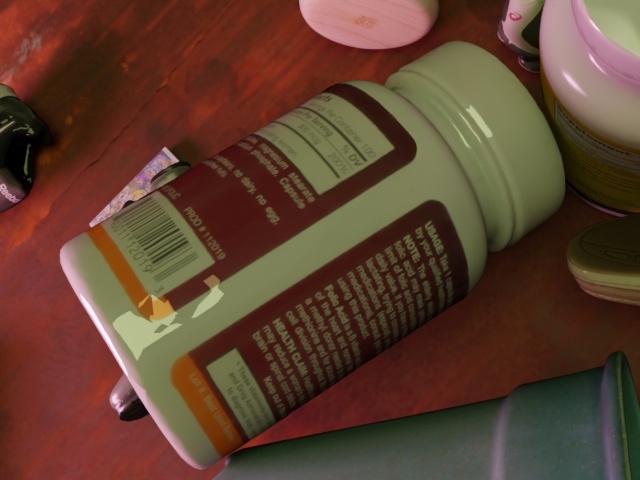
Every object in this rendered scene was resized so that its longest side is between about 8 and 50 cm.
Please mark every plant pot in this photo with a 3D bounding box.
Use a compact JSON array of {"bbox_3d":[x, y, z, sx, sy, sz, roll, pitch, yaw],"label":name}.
[{"bbox_3d":[0.094,0.275,0.701,0.334,0.341,0.341,-10,76,21],"label":"plant pot"}]

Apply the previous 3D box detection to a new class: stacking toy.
[{"bbox_3d":[0.065,-0.376,0.938,0.141,0.141,0.330,3,74,15],"label":"stacking toy"}]

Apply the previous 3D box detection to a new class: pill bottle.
[{"bbox_3d":[0.272,-0.141,0.720,0.188,0.334,0.187,-3,77,14],"label":"pill bottle"},{"bbox_3d":[0.000,0.000,0.783,0.392,0.224,0.224,-32,72,-12],"label":"pill bottle"}]

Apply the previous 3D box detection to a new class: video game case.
[{"bbox_3d":[-0.185,-0.031,0.986,0.122,0.011,0.087,-45,71,2],"label":"video game case"}]

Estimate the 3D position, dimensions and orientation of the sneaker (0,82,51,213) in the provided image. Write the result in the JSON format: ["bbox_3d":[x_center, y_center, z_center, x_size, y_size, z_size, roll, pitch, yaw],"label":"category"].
[{"bbox_3d":[-0.384,-0.059,1.009,0.106,0.078,0.234,29,85,21],"label":"sneaker"}]

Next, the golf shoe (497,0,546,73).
[{"bbox_3d":[0.288,-0.277,0.860,0.273,0.120,0.105,-44,70,1],"label":"golf shoe"}]

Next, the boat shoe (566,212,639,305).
[{"bbox_3d":[0.365,0.041,0.772,0.302,0.098,0.109,1,35,7],"label":"boat shoe"}]

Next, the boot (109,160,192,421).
[{"bbox_3d":[-0.167,0.049,0.928,0.161,0.083,0.246,35,80,16],"label":"boot"}]
